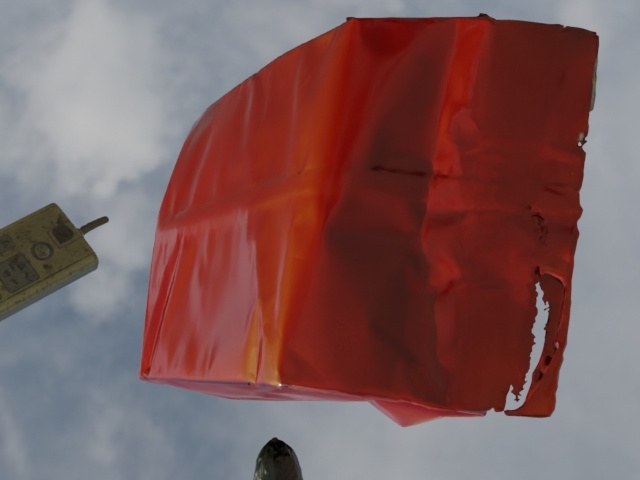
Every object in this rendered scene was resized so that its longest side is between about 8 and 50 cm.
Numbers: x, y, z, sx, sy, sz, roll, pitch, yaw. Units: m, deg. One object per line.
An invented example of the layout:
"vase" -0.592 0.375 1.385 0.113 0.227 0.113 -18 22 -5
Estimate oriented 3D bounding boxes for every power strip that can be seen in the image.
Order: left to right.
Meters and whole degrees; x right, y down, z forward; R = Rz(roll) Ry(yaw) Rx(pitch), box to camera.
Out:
"power strip" -0.339 0.035 1.428 0.268 0.034 0.092 -30 -110 -29

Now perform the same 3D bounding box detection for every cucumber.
"cucumber" -0.016 0.171 0.737 0.032 0.032 0.133 -17 -79 -27

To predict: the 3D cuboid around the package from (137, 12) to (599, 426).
"package" 0.000 0.000 0.759 0.123 0.423 0.196 11 -97 -20
